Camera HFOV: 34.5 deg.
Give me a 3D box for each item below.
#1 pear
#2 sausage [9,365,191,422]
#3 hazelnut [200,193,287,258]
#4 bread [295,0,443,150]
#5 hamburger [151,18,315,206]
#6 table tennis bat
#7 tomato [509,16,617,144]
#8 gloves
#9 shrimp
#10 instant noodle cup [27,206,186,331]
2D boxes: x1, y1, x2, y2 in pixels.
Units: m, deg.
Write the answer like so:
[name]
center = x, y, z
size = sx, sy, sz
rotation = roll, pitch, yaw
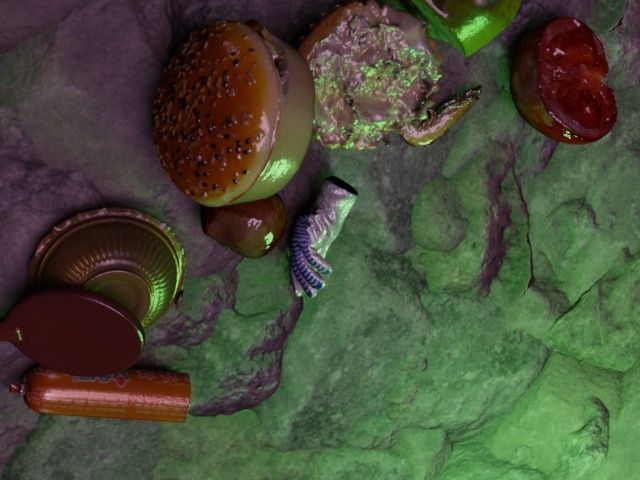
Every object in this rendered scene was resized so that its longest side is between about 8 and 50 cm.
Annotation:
[pear]
center = 0.204, -0.439, 1.658
size = 0.286, 0.282, 0.176
rotation = 37, 99, -30
[sausage]
center = -0.384, 0.265, 1.804
size = 0.312, 0.093, 0.093
rotation = 9, 107, -25
[hazelnut]
center = -0.129, -0.046, 1.767
size = 0.154, 0.143, 0.143
rotation = 28, 99, -13
[bread]
center = 0.062, -0.280, 1.729
size = 0.274, 0.149, 0.274
rotation = -10, 122, -16
[hamburger]
center = -0.146, -0.199, 1.611
size = 0.176, 0.300, 0.300
rotation = 10, 107, -42
[table tennis bat]
center = -0.440, 0.151, 1.683
size = 0.310, 0.038, 0.200
rotation = 4, 131, 5
[tomato]
center = 0.432, -0.282, 1.902
size = 0.200, 0.139, 0.233
rotation = 6, 74, -32
[gloves]
center = -0.004, -0.005, 1.857
size = 0.119, 0.097, 0.229
rotation = -3, 110, -71
[shrimp]
center = 0.209, -0.253, 1.880
size = 0.178, 0.034, 0.124
rotation = -40, 114, 2
[instant noodle cup]
center = -0.348, 0.081, 1.722
size = 0.273, 0.091, 0.274
rotation = -9, 121, -15
